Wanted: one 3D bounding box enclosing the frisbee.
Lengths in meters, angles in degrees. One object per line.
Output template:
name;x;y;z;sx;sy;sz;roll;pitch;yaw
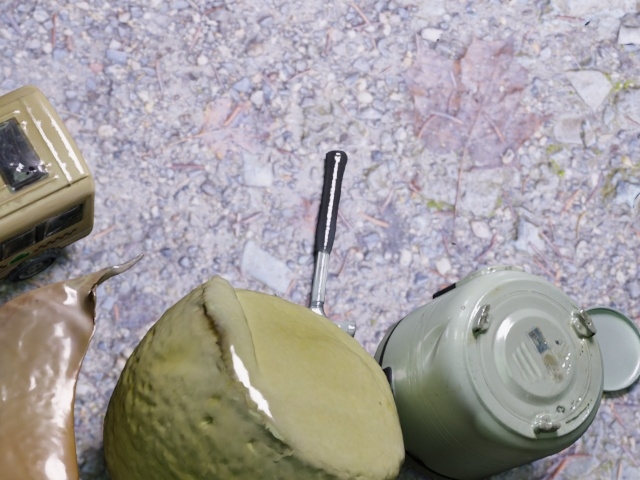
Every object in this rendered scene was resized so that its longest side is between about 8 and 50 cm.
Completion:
frisbee;0.353;0.135;1.866;0.110;0.014;0.110;5;71;-13

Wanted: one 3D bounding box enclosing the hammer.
hammer;0.000;0.000;1.823;0.103;0.029;0.246;10;67;-11

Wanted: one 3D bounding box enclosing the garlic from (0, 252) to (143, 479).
garlic;-0.306;0.168;1.614;0.196;0.151;0.338;-2;53;14

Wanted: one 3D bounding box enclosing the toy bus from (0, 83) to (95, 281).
toy bus;-0.434;-0.017;1.629;0.365;0.202;0.177;-29;81;-21

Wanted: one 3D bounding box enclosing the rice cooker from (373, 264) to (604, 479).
rice cooker;0.183;0.154;1.692;0.226;0.244;0.226;11;64;-23

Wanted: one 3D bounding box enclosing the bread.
bread;-0.074;0.202;1.601;0.320;0.237;0.320;27;34;-19
